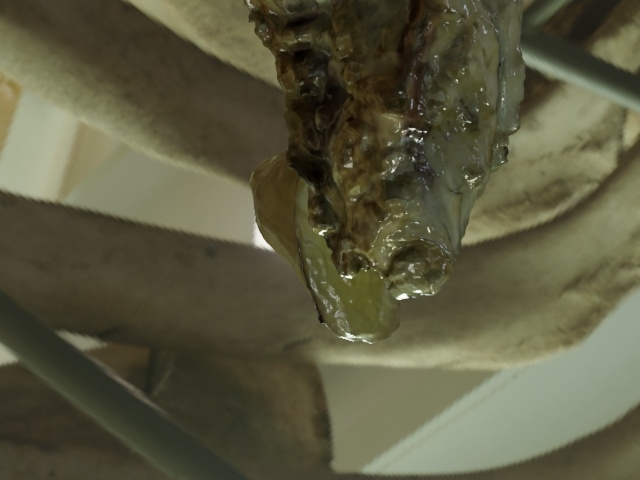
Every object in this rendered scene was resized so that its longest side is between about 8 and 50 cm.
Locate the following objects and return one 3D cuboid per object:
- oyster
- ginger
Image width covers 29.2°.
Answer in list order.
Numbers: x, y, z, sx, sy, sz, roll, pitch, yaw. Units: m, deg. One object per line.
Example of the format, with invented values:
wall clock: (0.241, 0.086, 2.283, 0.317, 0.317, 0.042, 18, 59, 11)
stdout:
oyster: (0.049, -0.137, 0.880, 0.201, 0.355, 0.107, -17, 174, 10)
ginger: (0.002, 0.004, 1.123, 0.115, 0.193, 0.122, -21, -165, -39)
